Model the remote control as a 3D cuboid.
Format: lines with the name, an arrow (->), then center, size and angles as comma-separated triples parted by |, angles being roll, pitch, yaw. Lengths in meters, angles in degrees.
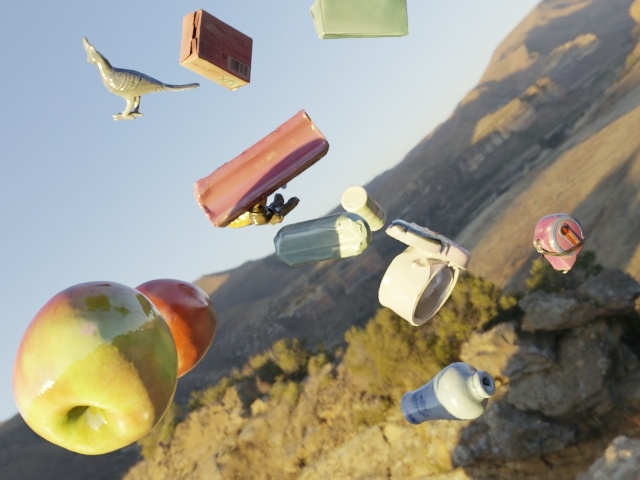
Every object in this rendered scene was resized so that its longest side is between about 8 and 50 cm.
remote control -> 0.000, 0.000, 1.583 | 0.247, 0.104, 0.052 | -12, 19, 28

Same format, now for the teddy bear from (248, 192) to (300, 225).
teddy bear -> -0.138, -0.074, 1.910 | 0.160, 0.119, 0.078 | -29, -52, -46

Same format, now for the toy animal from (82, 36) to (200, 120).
toy animal -> -0.579, -0.464, 2.125 | 0.081, 0.367, 0.205 | -88, 21, -61

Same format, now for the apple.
apple -> -0.435, 0.238, 1.346 | 0.319, 0.319, 0.277 | -44, 32, 25

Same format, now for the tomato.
tomato -> -0.468, 0.266, 2.110 | 0.321, 0.321, 0.321 | -42, -3, -2

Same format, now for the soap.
soap -> -0.157, -0.181, 1.790 | 0.359, 0.128, 0.233 | -36, 1, -1

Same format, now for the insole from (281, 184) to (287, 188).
insole -> -0.124, -0.212, 1.976 | 0.002, 0.135, 0.045 | -28, 13, -41

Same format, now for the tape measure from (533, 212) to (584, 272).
tape measure -> 0.572, -0.002, 1.651 | 0.125, 0.118, 0.074 | -53, 17, -18

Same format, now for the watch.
watch -> 0.229, 0.078, 1.705 | 0.244, 0.196, 0.231 | 12, -69, -57

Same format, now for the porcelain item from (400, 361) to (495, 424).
porcelain item -> 0.321, 0.395, 1.730 | 0.259, 0.141, 0.141 | -35, 3, 41

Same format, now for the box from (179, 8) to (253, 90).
box -> -0.207, -0.381, 1.375 | 0.060, 0.111, 0.156 | -9, -19, 38

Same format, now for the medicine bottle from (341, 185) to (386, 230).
medicine bottle -> 0.137, -0.099, 2.139 | 0.086, 0.086, 0.183 | -43, -30, 6

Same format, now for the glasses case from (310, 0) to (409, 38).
glasses case -> 0.104, -0.576, 1.773 | 0.266, 0.105, 0.056 | -10, 11, -28

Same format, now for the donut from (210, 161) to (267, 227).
donut -> -0.280, -0.149, 2.275 | 0.226, 0.226, 0.114 | -44, -1, 29
